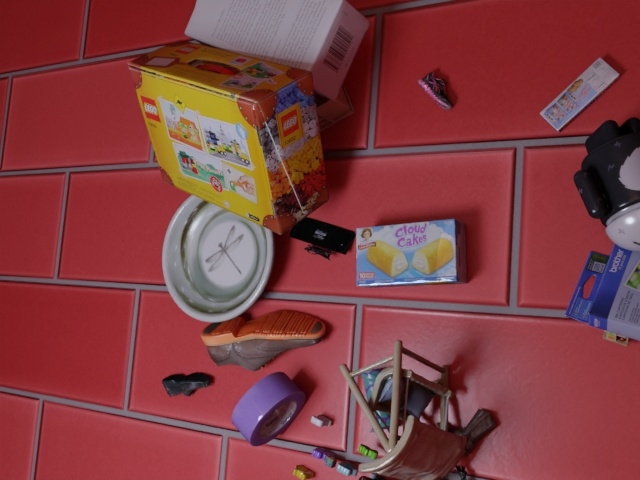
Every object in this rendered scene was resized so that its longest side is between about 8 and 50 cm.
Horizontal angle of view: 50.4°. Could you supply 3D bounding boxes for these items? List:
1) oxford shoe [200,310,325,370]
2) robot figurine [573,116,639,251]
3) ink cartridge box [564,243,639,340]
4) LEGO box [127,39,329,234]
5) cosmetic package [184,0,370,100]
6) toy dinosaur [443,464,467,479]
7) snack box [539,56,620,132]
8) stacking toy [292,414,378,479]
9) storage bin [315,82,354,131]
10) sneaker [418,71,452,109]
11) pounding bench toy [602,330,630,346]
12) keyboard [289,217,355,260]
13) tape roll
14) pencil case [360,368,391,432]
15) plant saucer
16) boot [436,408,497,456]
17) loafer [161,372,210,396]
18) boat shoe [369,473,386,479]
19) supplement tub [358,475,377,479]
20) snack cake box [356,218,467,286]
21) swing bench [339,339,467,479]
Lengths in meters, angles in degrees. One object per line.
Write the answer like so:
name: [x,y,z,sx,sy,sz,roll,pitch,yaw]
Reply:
oxford shoe: [-0.147,0.281,1.872,0.363,0.130,0.133,-6,111,24]
robot figurine: [0.650,-0.115,1.409,0.209,0.173,0.278,-21,68,23]
ink cartridge box: [0.680,0.117,1.388,0.311,0.065,0.186,16,63,33]
LEGO box: [-0.241,-0.283,1.786,0.500,0.193,0.372,24,137,36]
cosmetic package: [-0.121,-0.560,1.794,0.453,0.161,0.230,30,99,30]
toy dinosaur: [0.323,0.599,1.565,0.268,0.064,0.118,36,115,29]
snack box: [0.596,-0.334,1.567,0.178,0.022,0.064,-44,65,17]
stacking toy: [0.039,0.564,1.729,0.221,0.052,0.167,21,95,37]
storage bin: [-0.079,-0.424,1.915,0.260,0.123,0.262,-27,70,25]
sneaker: [0.303,-0.385,1.736,0.057,0.047,0.119,-40,66,7]
pounding bench toy: [0.640,0.171,1.446,0.052,0.065,0.083,18,64,32]
keyboard: [0.000,0.000,1.865,0.192,0.038,0.100,18,69,32]
tape roll: [-0.135,0.440,1.778,0.080,0.189,0.189,40,103,28]
pencil case: [0.142,0.396,1.696,0.070,0.064,0.152,-30,66,50]
plant saucer: [-0.279,0.038,1.974,0.400,0.100,0.400,-5,80,30]
boot: [0.343,0.428,1.594,0.106,0.037,0.114,42,100,29]
loafer: [-0.390,0.430,2.011,0.170,0.062,0.061,-8,101,32]
boat shoe: [0.128,0.649,1.677,0.040,0.049,0.142,12,86,30]
supplement tub: [0.170,0.636,1.595,0.198,0.106,0.106,21,93,5]
snack cake box: [0.224,0.036,1.689,0.264,0.089,0.152,-5,81,29]
swing bench: [0.197,0.395,1.523,0.165,0.253,0.255,-29,54,24]
